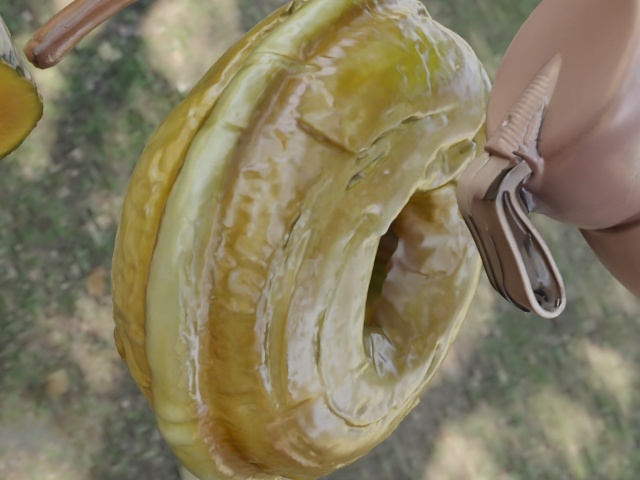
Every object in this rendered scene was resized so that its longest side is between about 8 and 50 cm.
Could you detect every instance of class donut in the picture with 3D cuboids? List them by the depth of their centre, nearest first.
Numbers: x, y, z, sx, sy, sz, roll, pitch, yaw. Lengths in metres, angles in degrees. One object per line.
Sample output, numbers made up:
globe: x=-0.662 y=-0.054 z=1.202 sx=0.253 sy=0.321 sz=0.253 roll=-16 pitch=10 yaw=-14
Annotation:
donut: x=0.000 y=0.000 z=1.524 sx=0.449 sy=0.198 sz=0.449 roll=-41 pitch=141 yaw=-45

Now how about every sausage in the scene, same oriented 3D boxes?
sausage: x=-0.221 y=-0.231 z=1.827 sx=0.047 sy=0.176 sz=0.040 roll=54 pitch=2 yaw=-17

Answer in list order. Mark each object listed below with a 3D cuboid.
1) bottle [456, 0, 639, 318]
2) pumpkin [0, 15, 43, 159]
bottle: x=0.222 y=-0.014 z=0.958 sx=0.296 sy=0.173 sz=0.206 roll=30 pitch=90 yaw=-26
pumpkin: x=-0.261 y=-0.114 z=1.087 sx=0.169 sy=0.312 sz=0.148 roll=-14 pitch=78 yaw=-44
